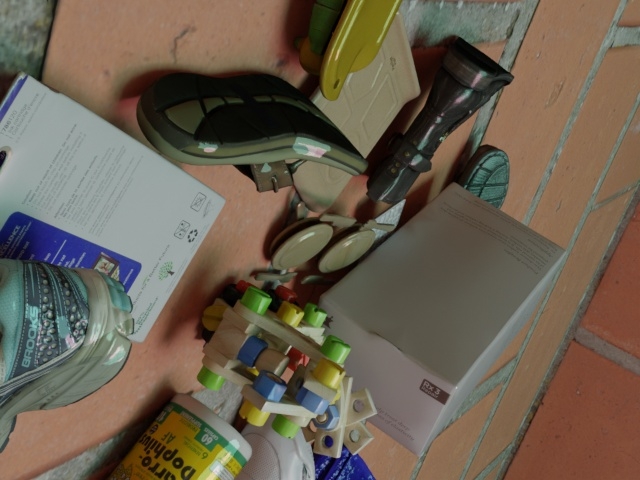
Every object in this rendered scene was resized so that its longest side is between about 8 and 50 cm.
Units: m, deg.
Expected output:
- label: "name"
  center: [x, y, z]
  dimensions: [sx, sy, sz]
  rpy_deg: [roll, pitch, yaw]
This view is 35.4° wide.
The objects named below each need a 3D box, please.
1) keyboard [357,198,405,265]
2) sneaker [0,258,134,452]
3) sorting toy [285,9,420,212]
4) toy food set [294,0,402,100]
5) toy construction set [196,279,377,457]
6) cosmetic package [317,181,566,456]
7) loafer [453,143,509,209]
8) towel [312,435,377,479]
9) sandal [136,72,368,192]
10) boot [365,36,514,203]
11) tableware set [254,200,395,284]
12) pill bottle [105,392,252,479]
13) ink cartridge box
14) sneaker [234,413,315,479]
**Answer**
- label: "keyboard"
  center: [0.070, 0.043, 1.454]
  dimensions: [0.072, 0.014, 0.256]
  rpy_deg: [-40, 156, -39]
- label: "sneaker"
  center: [-0.274, 0.099, 0.722]
  dimensions: [0.283, 0.110, 0.122]
  rpy_deg: [-39, 143, 16]
- label: "sorting toy"
  center: [0.031, -0.151, 1.172]
  dimensions: [0.208, 0.038, 0.193]
  rpy_deg: [-50, 155, -11]
- label: "toy food set"
  center: [0.032, -0.253, 1.014]
  dimensions: [0.218, 0.071, 0.128]
  rpy_deg: [-64, 163, 16]
- label: "toy construction set"
  center: [-0.027, 0.146, 1.165]
  dimensions: [0.151, 0.215, 0.328]
  rpy_deg: [-55, 156, -7]
- label: "cosmetic package"
  center: [0.165, 0.096, 1.422]
  dimensions: [0.385, 0.217, 0.156]
  rpy_deg: [-37, 155, -44]
- label: "loafer"
  center: [0.237, -0.045, 1.667]
  dimensions: [0.096, 0.084, 0.268]
  rpy_deg: [-4, 123, -25]
- label: "towel"
  center: [-0.011, 0.504, 1.687]
  dimensions: [0.308, 0.076, 0.228]
  rpy_deg: [-51, 129, -22]
- label: "sandal"
  center: [-0.068, -0.096, 0.960]
  dimensions: [0.302, 0.120, 0.086]
  rpy_deg: [-2, 136, -52]
- label: "boot"
  center: [0.149, -0.154, 1.352]
  dimensions: [0.229, 0.091, 0.263]
  rpy_deg: [-55, 169, 19]
- label: "tableware set"
  center: [0.000, 0.000, 1.260]
  dimensions: [0.128, 0.039, 0.194]
  rpy_deg: [-43, 157, 21]
- label: "pill bottle"
  center: [-0.183, 0.288, 1.142]
  dimensions: [0.208, 0.117, 0.118]
  rpy_deg: [-51, 155, -19]
- label: "ink cartridge box"
  center: [-0.204, -0.020, 0.816]
  dimensions: [0.165, 0.065, 0.332]
  rpy_deg: [-59, 158, -3]
- label: "sneaker"
  center: [-0.140, 0.398, 1.327]
  dimensions: [0.210, 0.137, 0.366]
  rpy_deg: [0, 115, -61]
